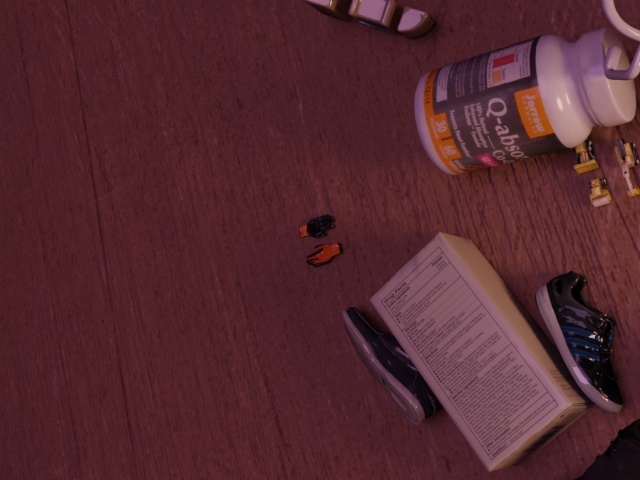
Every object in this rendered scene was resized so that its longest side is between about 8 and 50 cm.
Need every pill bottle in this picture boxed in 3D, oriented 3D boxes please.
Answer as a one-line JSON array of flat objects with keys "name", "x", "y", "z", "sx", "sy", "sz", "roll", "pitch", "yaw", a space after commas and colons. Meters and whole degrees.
[{"name": "pill bottle", "x": 0.286, "y": -0.196, "z": 1.391, "sx": 0.278, "sy": 0.162, "sz": 0.162, "roll": -13, "pitch": 77, "yaw": 34}]

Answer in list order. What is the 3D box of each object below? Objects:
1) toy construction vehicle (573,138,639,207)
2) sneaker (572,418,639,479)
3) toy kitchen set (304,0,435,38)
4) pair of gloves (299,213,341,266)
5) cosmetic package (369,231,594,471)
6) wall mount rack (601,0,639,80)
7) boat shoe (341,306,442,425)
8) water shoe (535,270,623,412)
[{"name": "toy construction vehicle", "x": 0.397, "y": -0.101, "z": 1.377, "sx": 0.086, "sy": 0.035, "sz": 0.098, "roll": -15, "pitch": 76, "yaw": 33}, {"name": "sneaker", "x": 0.395, "y": 0.296, "z": 1.258, "sx": 0.286, "sy": 0.109, "sz": 0.130, "roll": -24, "pitch": 89, "yaw": 39}, {"name": "toy kitchen set", "x": 0.105, "y": -0.426, "z": 1.596, "sx": 0.207, "sy": 0.122, "sz": 0.166, "roll": 21, "pitch": 97, "yaw": 15}, {"name": "pair of gloves", "x": 0.000, "y": 0.000, "z": 1.659, "sx": 0.074, "sy": 0.010, "sz": 0.083, "roll": -24, "pitch": 69, "yaw": 32}, {"name": "cosmetic package", "x": 0.228, "y": 0.156, "z": 1.419, "sx": 0.160, "sy": 0.113, "sz": 0.309, "roll": -45, "pitch": 61, "yaw": 22}, {"name": "wall mount rack", "x": 0.503, "y": -0.314, "z": 1.213, "sx": 0.350, "sy": 0.130, "sz": 0.304, "roll": 16, "pitch": 98, "yaw": -9}, {"name": "boat shoe", "x": 0.112, "y": 0.183, "z": 1.532, "sx": 0.079, "sy": 0.084, "sz": 0.233, "roll": -32, "pitch": 52, "yaw": -14}, {"name": "water shoe", "x": 0.368, "y": 0.135, "z": 1.347, "sx": 0.080, "sy": 0.073, "sz": 0.203, "roll": -37, "pitch": 66, "yaw": 24}]
